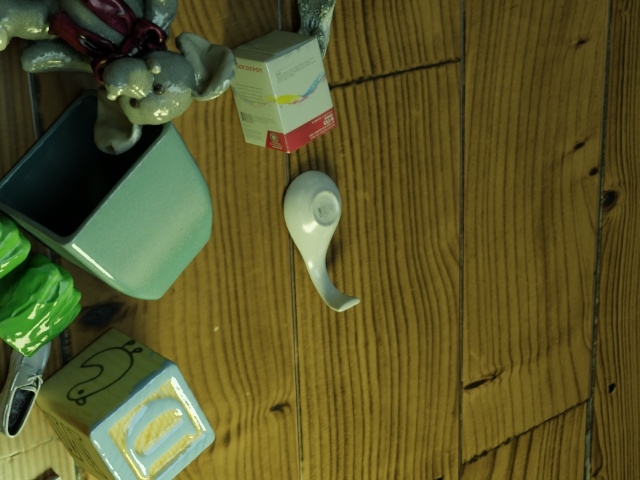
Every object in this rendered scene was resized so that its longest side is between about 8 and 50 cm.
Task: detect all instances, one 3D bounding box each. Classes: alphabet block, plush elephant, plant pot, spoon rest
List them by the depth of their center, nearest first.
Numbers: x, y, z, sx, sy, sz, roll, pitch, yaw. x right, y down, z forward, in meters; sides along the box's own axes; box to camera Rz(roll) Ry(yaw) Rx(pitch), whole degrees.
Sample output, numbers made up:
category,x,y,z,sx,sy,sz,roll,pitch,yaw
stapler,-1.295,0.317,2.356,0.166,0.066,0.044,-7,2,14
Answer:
category,x,y,z,sx,sy,sz,roll,pitch,yaw
plush elephant,-0.281,-0.270,1.675,0.272,0.255,0.330,-37,161,17
plant pot,-0.315,-0.047,1.856,0.248,0.247,0.252,-51,135,-15
alphabet block,-0.330,0.296,1.977,0.192,0.197,0.193,-39,126,-27
spoon rest,0.000,0.000,2.271,0.137,0.084,0.277,-23,104,-36

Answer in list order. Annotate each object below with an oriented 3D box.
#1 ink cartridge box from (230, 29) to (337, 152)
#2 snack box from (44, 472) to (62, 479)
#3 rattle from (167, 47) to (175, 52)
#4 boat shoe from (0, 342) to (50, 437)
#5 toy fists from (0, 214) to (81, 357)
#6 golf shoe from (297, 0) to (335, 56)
category,x,y,z,sx,sy,sz,roll,pitch,yaw
ink cartridge box,-0.071,-0.268,2.074,0.127,0.128,0.176,-32,123,-30
snack box,-0.455,0.494,2.048,0.064,0.022,0.178,-35,124,-30
rattle,-0.334,-0.270,1.909,0.199,0.142,0.130,9,65,-28
boat shoe,-0.483,0.233,1.911,0.066,0.063,0.184,33,81,-42
toy fists,-0.489,0.055,1.823,0.142,0.096,0.279,-42,126,-2
golf shoe,-0.009,-0.402,2.146,0.086,0.069,0.176,59,42,-78
